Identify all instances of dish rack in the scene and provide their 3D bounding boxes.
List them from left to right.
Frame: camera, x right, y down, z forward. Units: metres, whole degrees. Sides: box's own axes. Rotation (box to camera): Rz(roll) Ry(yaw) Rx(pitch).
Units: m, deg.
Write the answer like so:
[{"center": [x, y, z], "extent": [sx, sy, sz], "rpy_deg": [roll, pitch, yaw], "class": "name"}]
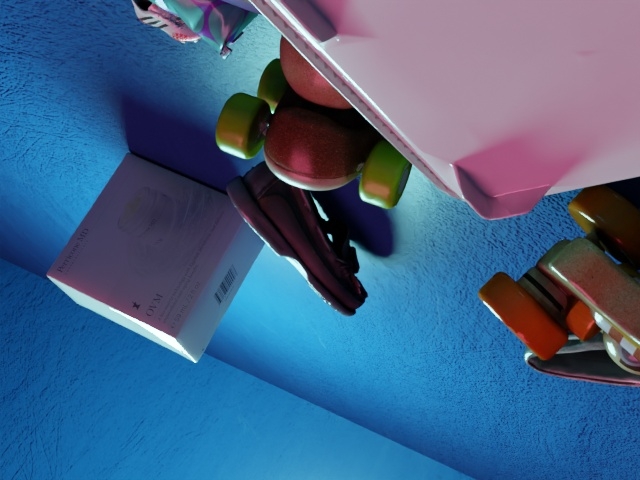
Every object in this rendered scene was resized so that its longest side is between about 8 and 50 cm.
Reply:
[{"center": [0.126, -0.104, 0.366], "extent": [0.285, 0.072, 0.333], "rpy_deg": [-10, 152, 31], "class": "dish rack"}]

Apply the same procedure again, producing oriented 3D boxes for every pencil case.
[{"center": [-0.125, -0.219, 0.631], "extent": [0.151, 0.064, 0.070], "rpy_deg": [32, 144, -9], "class": "pencil case"}]

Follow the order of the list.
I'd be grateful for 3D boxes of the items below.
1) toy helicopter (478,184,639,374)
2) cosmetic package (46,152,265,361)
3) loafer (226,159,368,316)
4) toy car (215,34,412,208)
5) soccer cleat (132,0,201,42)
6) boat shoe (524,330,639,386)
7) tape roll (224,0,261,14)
[{"center": [0.259, 0.090, 0.532], "extent": [0.235, 0.140, 0.355], "rpy_deg": [45, -174, -2], "class": "toy helicopter"}, {"center": [-0.239, 0.024, 1.143], "extent": [0.224, 0.224, 0.138], "rpy_deg": [23, 160, 15], "class": "cosmetic package"}, {"center": [0.000, 0.000, 0.967], "extent": [0.302, 0.095, 0.109], "rpy_deg": [46, -172, -47], "class": "loafer"}, {"center": [0.017, -0.145, 0.592], "extent": [0.155, 0.149, 0.188], "rpy_deg": [20, 130, 12], "class": "toy car"}, {"center": [-0.145, -0.214, 0.724], "extent": [0.083, 0.029, 0.036], "rpy_deg": [26, 165, 20], "class": "soccer cleat"}, {"center": [0.350, 0.112, 0.729], "extent": [0.121, 0.119, 0.335], "rpy_deg": [40, 158, -29], "class": "boat shoe"}, {"center": [-0.065, -0.205, 0.457], "extent": [0.189, 0.080, 0.189], "rpy_deg": [23, -174, -3], "class": "tape roll"}]
